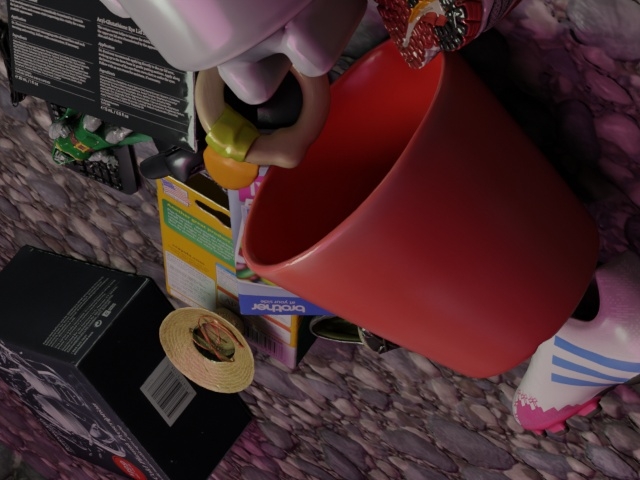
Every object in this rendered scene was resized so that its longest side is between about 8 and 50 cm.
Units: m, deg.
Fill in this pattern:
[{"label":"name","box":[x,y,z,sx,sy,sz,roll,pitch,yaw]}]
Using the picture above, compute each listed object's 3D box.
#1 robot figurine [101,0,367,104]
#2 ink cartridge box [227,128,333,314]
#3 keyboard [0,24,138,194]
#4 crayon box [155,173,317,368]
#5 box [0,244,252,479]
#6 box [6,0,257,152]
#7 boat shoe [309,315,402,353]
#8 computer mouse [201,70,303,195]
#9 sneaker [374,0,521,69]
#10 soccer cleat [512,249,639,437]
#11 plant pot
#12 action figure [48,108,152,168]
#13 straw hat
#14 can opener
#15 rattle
[{"label":"robot figurine","box":[-0.110,-0.283,1.370,0.300,0.200,0.353,-22,118,35]},{"label":"ink cartridge box","box":[0.000,0.000,1.763,0.185,0.065,0.311,1,145,2]},{"label":"keyboard","box":[-0.328,-0.179,2.055,0.201,0.033,0.317,29,153,19]},{"label":"crayon box","box":[-0.091,0.013,2.010,0.203,0.083,0.323,31,155,13]},{"label":"box","box":[-0.332,0.204,2.551,0.312,0.179,0.343,13,146,44]},{"label":"box","box":[-0.191,-0.217,1.642,0.261,0.103,0.184,20,126,33]},{"label":"boat shoe","box":[0.074,0.100,1.953,0.223,0.073,0.080,6,141,49]},{"label":"computer mouse","box":[-0.077,-0.112,1.743,0.188,0.072,0.272,34,147,1]},{"label":"sneaker","box":[0.109,-0.199,1.374,0.088,0.092,0.225,64,166,-13]},{"label":"soccer cleat","box":[0.269,0.099,1.678,0.143,0.116,0.331,53,153,4]},{"label":"plant pot","box":[0.105,-0.016,1.517,0.243,0.275,0.275,37,157,-21]},{"label":"action figure","box":[-0.270,-0.131,1.985,0.137,0.063,0.232,33,155,-20]},{"label":"straw hat","box":[-0.127,0.119,2.072,0.144,0.061,0.144,18,136,18]},{"label":"can opener","box":[-0.150,-0.092,1.748,0.073,0.059,0.186,67,164,-2]},{"label":"rattle","box":[-0.047,-0.158,1.558,0.130,0.200,0.143,3,167,10]}]
